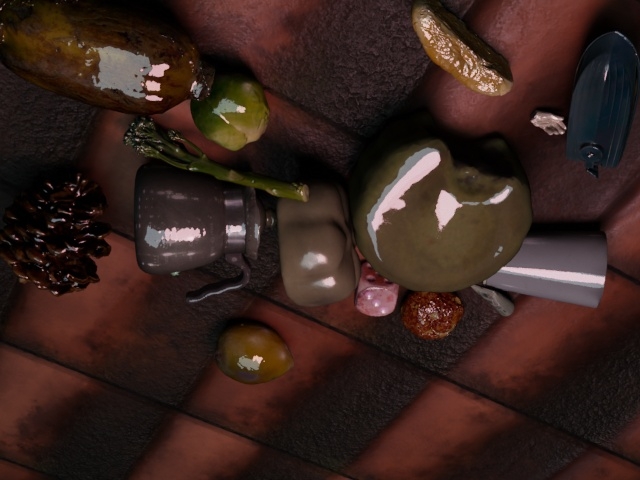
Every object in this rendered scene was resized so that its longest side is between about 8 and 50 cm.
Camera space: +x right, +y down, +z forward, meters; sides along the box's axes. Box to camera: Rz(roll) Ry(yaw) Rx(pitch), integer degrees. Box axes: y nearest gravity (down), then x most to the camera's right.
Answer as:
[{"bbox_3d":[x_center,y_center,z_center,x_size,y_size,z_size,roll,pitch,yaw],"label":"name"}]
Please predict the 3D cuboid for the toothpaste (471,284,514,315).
[{"bbox_3d":[0.385,0.129,1.890,0.064,0.041,0.218,20,173,32],"label":"toothpaste"}]

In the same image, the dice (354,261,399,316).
[{"bbox_3d":[0.124,0.107,1.910,0.091,0.094,0.093,8,129,-1],"label":"dice"}]

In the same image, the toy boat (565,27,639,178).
[{"bbox_3d":[0.510,-0.258,1.548,0.114,0.122,0.296,14,143,19],"label":"toy boat"}]

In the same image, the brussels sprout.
[{"bbox_3d":[-0.167,-0.251,1.618,0.155,0.117,0.155,-15,147,-10],"label":"brussels sprout"}]

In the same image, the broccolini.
[{"bbox_3d":[-0.199,-0.161,1.650,0.392,0.078,0.074,16,142,15],"label":"broccolini"}]

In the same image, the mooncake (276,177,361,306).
[{"bbox_3d":[0.000,0.000,1.725,0.135,0.275,0.274,-6,129,14],"label":"mooncake"}]

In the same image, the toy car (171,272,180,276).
[{"bbox_3d":[-0.300,0.016,1.896,0.143,0.054,0.073,-35,121,21],"label":"toy car"}]

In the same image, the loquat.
[{"bbox_3d":[-0.158,0.271,2.046,0.195,0.152,0.152,9,131,-13],"label":"loquat"}]

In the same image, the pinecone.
[{"bbox_3d":[-0.542,-0.009,1.774,0.244,0.243,0.257,28,132,-18],"label":"pinecone"}]

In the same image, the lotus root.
[{"bbox_3d":[-0.383,-0.333,1.525,0.398,0.179,0.195,15,132,-6],"label":"lotus root"}]

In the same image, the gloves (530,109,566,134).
[{"bbox_3d":[0.431,-0.229,1.639,0.081,0.037,0.044,37,141,3],"label":"gloves"}]

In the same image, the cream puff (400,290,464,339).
[{"bbox_3d":[0.254,0.170,1.959,0.149,0.084,0.149,2,132,2],"label":"cream puff"}]

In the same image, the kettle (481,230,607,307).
[{"bbox_3d":[0.465,0.059,1.828,0.243,0.159,0.210,5,158,10],"label":"kettle"}]

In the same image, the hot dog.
[{"bbox_3d":[0.242,-0.337,1.532,0.243,0.084,0.073,34,124,-23],"label":"hot dog"}]

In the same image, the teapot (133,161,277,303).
[{"bbox_3d":[-0.225,-0.007,1.740,0.285,0.223,0.305,-2,97,-8],"label":"teapot"}]

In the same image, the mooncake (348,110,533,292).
[{"bbox_3d":[0.227,-0.070,1.680,0.352,0.187,0.351,-2,119,-4],"label":"mooncake"}]
